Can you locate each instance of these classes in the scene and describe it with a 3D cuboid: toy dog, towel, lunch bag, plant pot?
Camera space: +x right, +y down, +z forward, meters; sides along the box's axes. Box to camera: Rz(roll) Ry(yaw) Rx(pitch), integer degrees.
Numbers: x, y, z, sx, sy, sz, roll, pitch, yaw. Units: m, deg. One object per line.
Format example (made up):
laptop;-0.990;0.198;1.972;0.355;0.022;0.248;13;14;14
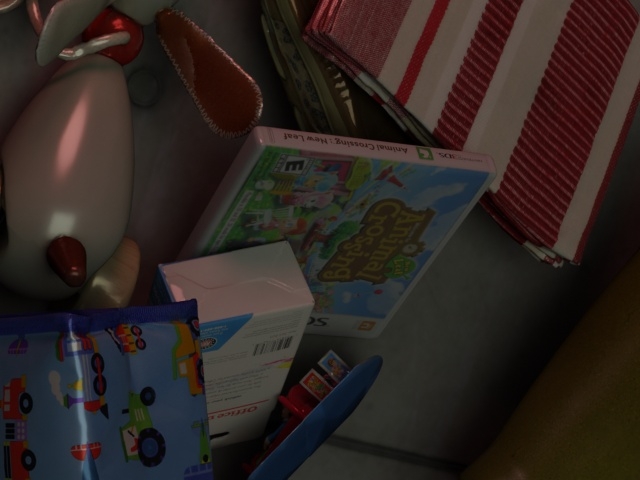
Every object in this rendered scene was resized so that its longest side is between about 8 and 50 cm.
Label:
toy dog;-0.155;-0.086;1.383;0.220;0.161;0.333;2;98;-26
towel;0.134;-0.157;1.525;0.329;0.037;0.237;41;62;-36
lunch bag;-0.223;0.161;1.343;0.138;0.293;0.221;-4;88;-54
plant pot;0.311;0.169;1.576;0.353;0.366;0.366;-40;114;-1

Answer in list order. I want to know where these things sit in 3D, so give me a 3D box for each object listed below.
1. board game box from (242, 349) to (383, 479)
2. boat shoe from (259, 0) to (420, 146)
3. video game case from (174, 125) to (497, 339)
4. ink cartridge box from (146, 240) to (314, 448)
board game box;-0.021;0.142;1.528;0.033;0.133;0.169;43;78;13
boat shoe;-0.003;-0.151;1.481;0.104;0.089;0.285;-32;112;-38
video game case;0.000;0.000;1.473;0.193;0.023;0.212;6;140;-26
ink cartridge box;-0.080;0.085;1.476;0.104;0.061;0.181;-10;146;-24
